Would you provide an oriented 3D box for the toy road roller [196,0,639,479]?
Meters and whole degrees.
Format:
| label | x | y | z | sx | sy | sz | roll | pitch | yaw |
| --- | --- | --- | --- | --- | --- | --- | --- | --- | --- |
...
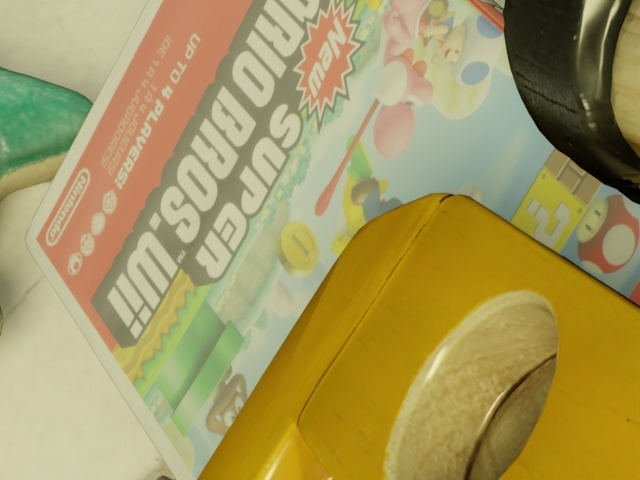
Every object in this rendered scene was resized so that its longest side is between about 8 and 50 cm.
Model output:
| label | x | y | z | sx | sy | sz | roll | pitch | yaw |
| --- | --- | --- | --- | --- | --- | --- | --- | --- | --- |
| toy road roller | 0.120 | 0.079 | 0.403 | 0.329 | 0.240 | 0.202 | -55 | 22 | 3 |

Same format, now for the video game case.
| label | x | y | z | sx | sy | sz | roll | pitch | yaw |
| --- | --- | --- | --- | --- | --- | --- | --- | --- | --- |
| video game case | 0.000 | 0.000 | 0.620 | 0.025 | 0.204 | 0.285 | 13 | 26 | -41 |

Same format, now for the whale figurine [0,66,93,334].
| label | x | y | z | sx | sy | sz | roll | pitch | yaw |
| --- | --- | --- | --- | --- | --- | --- | --- | --- | --- |
| whale figurine | -0.217 | -0.016 | 0.755 | 0.216 | 0.141 | 0.272 | 24 | 50 | 32 |
